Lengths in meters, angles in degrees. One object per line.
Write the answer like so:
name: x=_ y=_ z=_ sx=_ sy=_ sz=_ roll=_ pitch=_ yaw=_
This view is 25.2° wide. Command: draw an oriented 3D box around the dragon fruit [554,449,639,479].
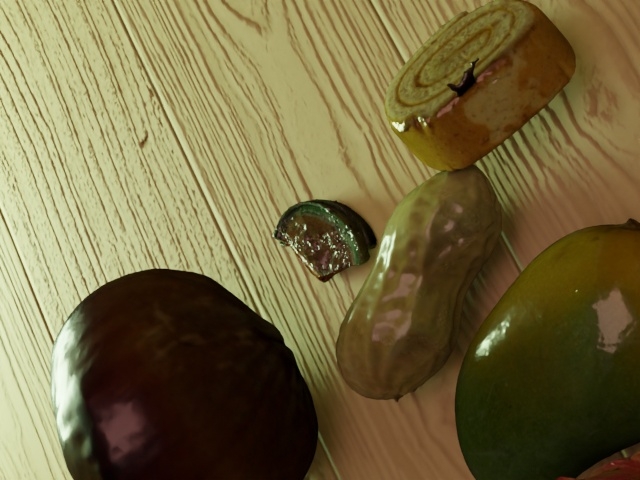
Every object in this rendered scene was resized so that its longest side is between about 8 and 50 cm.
dragon fruit: x=0.244 y=0.215 z=0.939 sx=0.126 sy=0.161 sz=0.274 roll=-45 pitch=31 yaw=14

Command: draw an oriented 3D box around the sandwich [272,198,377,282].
sandwich: x=0.004 y=-0.002 z=1.266 sx=0.101 sy=0.026 sz=0.069 roll=39 pitch=109 yaw=31

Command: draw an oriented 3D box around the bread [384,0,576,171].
bread: x=0.119 y=-0.129 z=1.132 sx=0.149 sy=0.073 sz=0.122 roll=-41 pitch=28 yaw=8

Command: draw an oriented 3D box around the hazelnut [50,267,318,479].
hazelnut: x=-0.121 y=0.140 z=1.235 sx=0.217 sy=0.217 sz=0.251 roll=-46 pitch=72 yaw=25

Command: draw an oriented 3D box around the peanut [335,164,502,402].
peanut: x=0.081 y=0.036 z=1.163 sx=0.098 sy=0.090 sz=0.214 roll=-112 pitch=42 yaw=-73

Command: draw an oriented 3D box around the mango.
mango: x=0.191 y=0.093 z=1.072 sx=0.156 sy=0.114 sz=0.251 roll=52 pitch=129 yaw=16
